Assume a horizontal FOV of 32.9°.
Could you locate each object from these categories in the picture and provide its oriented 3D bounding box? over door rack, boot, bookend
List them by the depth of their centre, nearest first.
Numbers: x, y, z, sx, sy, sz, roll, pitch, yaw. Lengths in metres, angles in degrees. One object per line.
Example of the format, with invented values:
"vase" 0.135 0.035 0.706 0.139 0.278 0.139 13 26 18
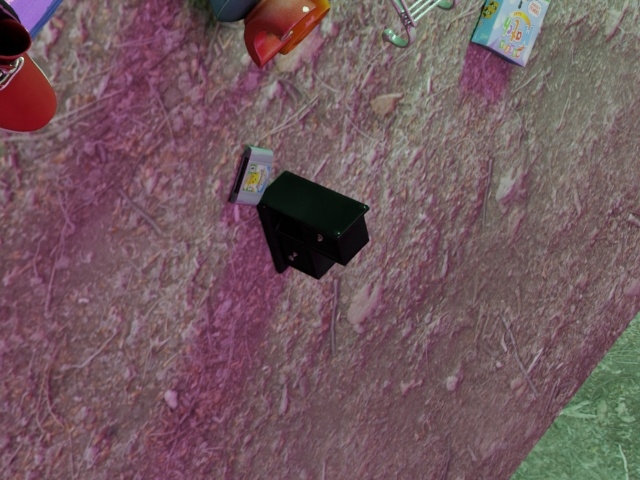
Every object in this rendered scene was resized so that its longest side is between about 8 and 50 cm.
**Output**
"boot" -0.291 -0.157 0.980 0.088 0.176 0.244 -63 146 -11
"over door rack" 0.117 -0.464 1.488 0.239 0.108 0.324 -43 126 -29
"bookend" 0.000 0.000 1.559 0.072 0.156 0.157 -45 142 -27

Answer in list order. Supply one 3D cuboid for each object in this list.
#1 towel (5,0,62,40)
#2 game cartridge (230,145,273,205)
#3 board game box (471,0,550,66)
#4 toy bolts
"towel" -0.374 -0.270 0.985 0.243 0.040 0.336 -56 145 -14
"game cartridge" -0.093 -0.088 1.503 0.056 0.017 0.083 1 110 -58
"board game box" 0.345 -0.420 1.867 0.160 0.039 0.211 9 104 -56
"toy bolts" -0.069 -0.324 1.327 0.228 0.158 0.218 -48 -176 -39
